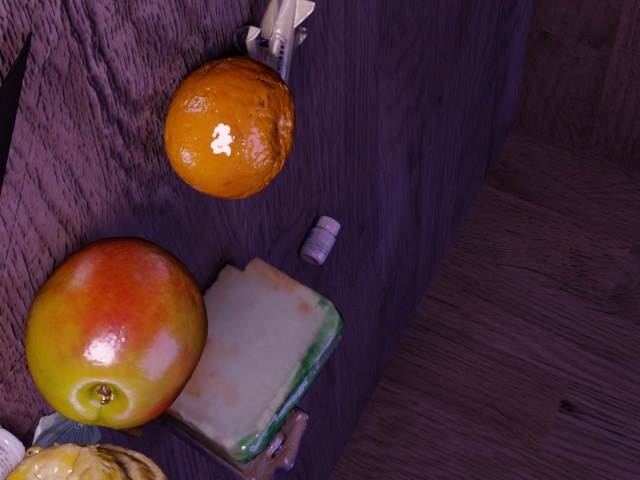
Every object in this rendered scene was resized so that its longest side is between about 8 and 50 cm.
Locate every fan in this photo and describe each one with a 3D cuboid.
[{"bbox_3d":[-0.354,0.282,1.880,0.131,0.009,0.240,-63,165,-7],"label":"fan"}]

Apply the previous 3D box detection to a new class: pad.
[{"bbox_3d":[-0.330,-0.026,1.327,0.220,0.004,0.330,-99,-156,-67],"label":"pad"}]

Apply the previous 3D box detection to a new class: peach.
[{"bbox_3d":[-0.242,0.110,1.614,0.231,0.231,0.231,-58,163,-30],"label":"peach"}]

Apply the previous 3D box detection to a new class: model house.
[{"bbox_3d":[-0.099,0.229,2.223,0.312,0.245,0.280,-55,155,-18],"label":"model house"}]

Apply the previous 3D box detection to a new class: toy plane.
[{"bbox_3d":[-0.077,-0.247,1.900,0.244,0.092,0.229,-69,167,12],"label":"toy plane"}]

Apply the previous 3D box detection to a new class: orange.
[{"bbox_3d":[-0.121,-0.148,1.765,0.193,0.161,0.193,16,90,-73],"label":"orange"}]

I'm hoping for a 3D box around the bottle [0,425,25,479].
[{"bbox_3d":[-0.426,0.310,1.562,0.217,0.060,0.060,-56,161,-41],"label":"bottle"}]

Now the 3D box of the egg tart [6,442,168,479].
[{"bbox_3d":[-0.321,0.336,1.617,0.290,0.290,0.115,-53,137,-43],"label":"egg tart"}]

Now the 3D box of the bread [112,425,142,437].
[{"bbox_3d":[-0.294,0.267,2.001,0.036,0.047,0.083,-35,160,-2],"label":"bread"}]

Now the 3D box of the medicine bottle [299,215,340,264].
[{"bbox_3d":[0.000,0.000,2.611,0.089,0.052,0.052,-62,164,-19],"label":"medicine bottle"}]
